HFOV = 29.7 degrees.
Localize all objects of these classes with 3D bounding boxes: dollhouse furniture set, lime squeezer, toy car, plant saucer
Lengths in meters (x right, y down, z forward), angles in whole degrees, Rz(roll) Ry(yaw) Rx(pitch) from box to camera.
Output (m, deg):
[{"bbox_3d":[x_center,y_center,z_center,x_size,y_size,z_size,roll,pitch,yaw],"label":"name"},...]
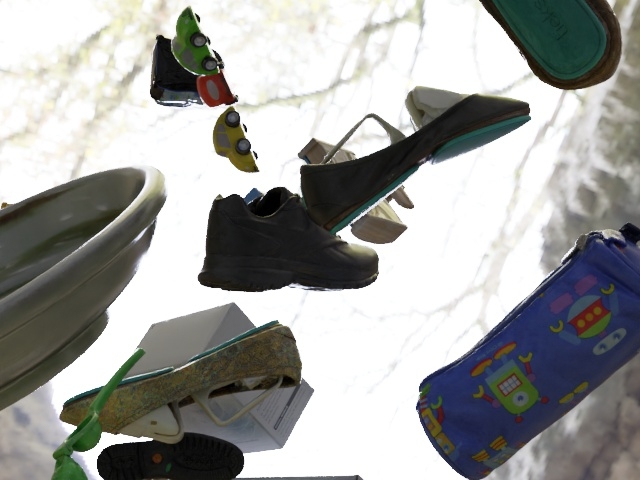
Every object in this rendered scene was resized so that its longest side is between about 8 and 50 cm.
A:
[{"bbox_3d":[0.000,0.000,2.253,0.286,0.303,0.198,13,-141,-54],"label":"dollhouse furniture set"},{"bbox_3d":[-0.266,0.259,1.448,0.110,0.059,0.310,8,-122,-17],"label":"lime squeezer"},{"bbox_3d":[-0.157,-0.222,1.660,0.053,0.225,0.239,-22,-136,2],"label":"toy car"},{"bbox_3d":[-0.293,0.070,1.026,0.401,0.100,0.400,-24,-163,8],"label":"plant saucer"}]

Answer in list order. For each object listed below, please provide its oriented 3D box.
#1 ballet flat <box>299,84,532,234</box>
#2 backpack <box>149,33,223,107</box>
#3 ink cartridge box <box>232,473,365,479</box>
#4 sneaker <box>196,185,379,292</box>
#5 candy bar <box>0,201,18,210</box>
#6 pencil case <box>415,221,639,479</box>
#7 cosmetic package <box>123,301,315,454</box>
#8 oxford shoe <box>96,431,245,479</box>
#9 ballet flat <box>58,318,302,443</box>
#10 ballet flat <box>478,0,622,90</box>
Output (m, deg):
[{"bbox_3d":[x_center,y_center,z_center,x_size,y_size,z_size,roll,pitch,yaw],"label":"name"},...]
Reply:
[{"bbox_3d":[0.099,-0.110,1.308,0.280,0.095,0.096,-29,-95,-16],"label":"ballet flat"},{"bbox_3d":[-0.217,-0.267,1.949,0.114,0.084,0.105,5,-113,-18],"label":"backpack"},{"bbox_3d":[-0.039,0.484,1.987,0.310,0.130,0.272,-6,152,22],"label":"ink cartridge box"},{"bbox_3d":[-0.026,0.001,1.481,0.109,0.130,0.286,-2,176,40],"label":"sneaker"},{"bbox_3d":[-0.446,-0.047,1.840,0.018,0.040,0.161,22,161,-41],"label":"candy bar"},{"bbox_3d":[0.231,0.114,1.245,0.133,0.306,0.119,46,-163,-3],"label":"pencil case"},{"bbox_3d":[-0.176,0.240,2.015,0.224,0.224,0.138,50,-132,-22],"label":"cosmetic package"},{"bbox_3d":[-0.230,0.341,1.897,0.227,0.082,0.096,2,172,2],"label":"oxford shoe"},{"bbox_3d":[-0.183,0.217,1.679,0.349,0.123,0.123,-20,-144,-17],"label":"ballet flat"},{"bbox_3d":[0.171,-0.285,1.135,0.342,0.116,0.124,54,-158,10],"label":"ballet flat"}]
